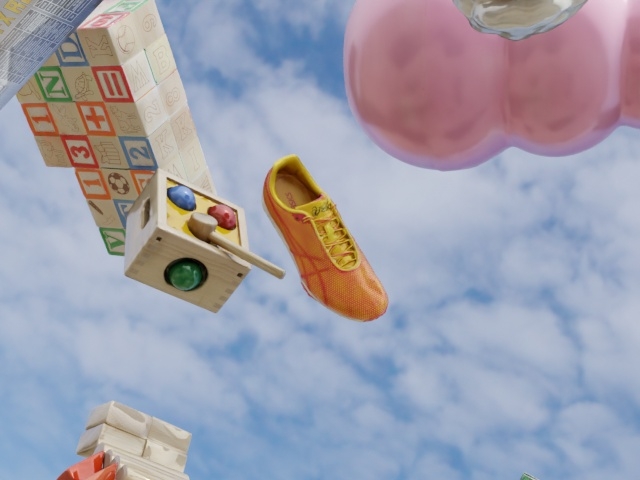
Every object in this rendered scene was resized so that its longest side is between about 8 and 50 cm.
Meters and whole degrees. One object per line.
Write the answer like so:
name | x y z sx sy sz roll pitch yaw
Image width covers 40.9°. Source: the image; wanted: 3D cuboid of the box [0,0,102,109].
box | -0.225 -0.154 0.482 0.231 0.056 0.183 -39 -112 20

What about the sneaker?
sneaker | 0.000 0.000 0.777 0.175 0.064 0.067 52 -25 15

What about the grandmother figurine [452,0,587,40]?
grandmother figurine | 0.106 -0.229 0.420 0.208 0.104 0.342 27 -21 23

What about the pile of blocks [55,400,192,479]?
pile of blocks | -0.142 0.232 0.622 0.112 0.149 0.362 31 -2 -28

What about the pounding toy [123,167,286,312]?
pounding toy | -0.123 0.003 0.894 0.130 0.141 0.100 26 -62 -27

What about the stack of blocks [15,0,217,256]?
stack of blocks | -0.240 -0.123 1.003 0.171 0.087 0.297 4 -53 27

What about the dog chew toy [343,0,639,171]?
dog chew toy | 0.193 -0.165 0.774 0.332 0.206 0.206 2 -49 18

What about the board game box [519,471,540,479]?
board game box | 0.248 0.306 0.696 0.259 0.136 0.030 22 -24 38
